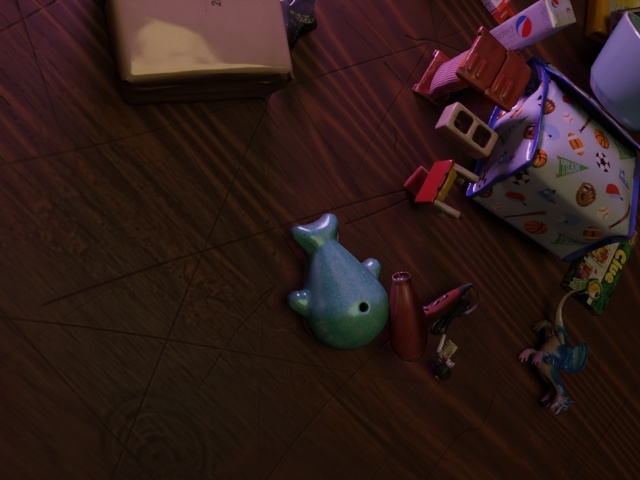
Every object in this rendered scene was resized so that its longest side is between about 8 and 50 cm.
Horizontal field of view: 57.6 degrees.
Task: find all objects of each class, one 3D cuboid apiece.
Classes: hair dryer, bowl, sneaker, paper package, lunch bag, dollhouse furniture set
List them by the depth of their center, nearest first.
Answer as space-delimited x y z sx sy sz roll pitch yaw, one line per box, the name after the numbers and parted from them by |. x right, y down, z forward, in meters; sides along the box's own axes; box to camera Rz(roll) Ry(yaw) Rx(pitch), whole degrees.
-0.236 -0.428 1.064 0.309 0.168 0.325 -9 90 -23 | paper package
-0.045 -0.446 1.205 0.089 0.051 0.170 2 82 -18 | sneaker
0.223 0.154 1.231 0.293 0.080 0.224 39 68 -43 | hair dryer
0.266 -0.240 1.246 0.152 0.201 0.374 32 81 -17 | dollhouse furniture set
0.561 -0.207 1.346 0.328 0.239 0.385 33 59 -17 | lunch bag
0.775 -0.378 1.398 0.311 0.163 0.311 24 44 -25 | bowl

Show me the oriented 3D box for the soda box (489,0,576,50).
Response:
0.469 -0.482 1.332 0.074 0.216 0.069 -22 95 -22 | soda box

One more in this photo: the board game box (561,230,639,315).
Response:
0.721 0.048 1.494 0.136 0.030 0.260 38 73 -18 | board game box

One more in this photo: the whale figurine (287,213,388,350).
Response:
0.038 0.083 1.145 0.216 0.141 0.272 -20 95 -22 | whale figurine

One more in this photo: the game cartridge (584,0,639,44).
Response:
0.859 -0.675 1.599 0.285 0.052 0.324 11 83 -21 | game cartridge

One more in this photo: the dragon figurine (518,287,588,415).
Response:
0.571 0.263 1.382 0.144 0.085 0.289 33 75 -17 | dragon figurine

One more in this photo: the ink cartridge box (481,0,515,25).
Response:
0.437 -0.588 1.428 0.115 0.029 0.063 46 70 -12 | ink cartridge box

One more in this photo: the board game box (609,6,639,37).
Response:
0.907 -0.528 1.544 0.305 0.053 0.193 -13 113 -13 | board game box
